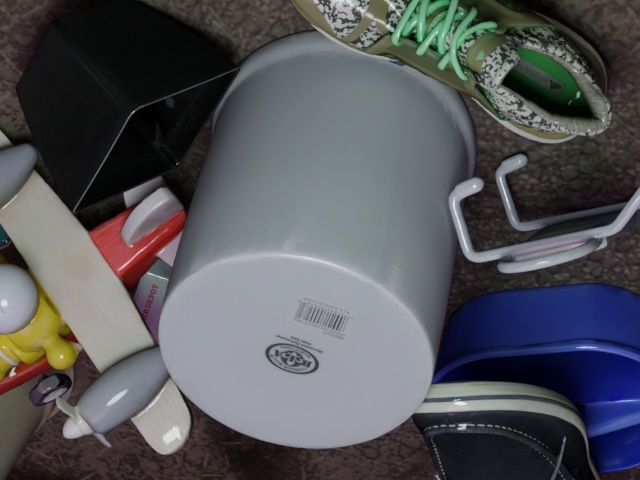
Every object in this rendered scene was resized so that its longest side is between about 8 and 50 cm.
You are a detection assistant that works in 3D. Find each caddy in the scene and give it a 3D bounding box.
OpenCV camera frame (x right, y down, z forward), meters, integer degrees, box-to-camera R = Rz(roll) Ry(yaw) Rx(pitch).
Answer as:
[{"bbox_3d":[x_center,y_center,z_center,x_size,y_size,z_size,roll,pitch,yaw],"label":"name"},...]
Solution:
[{"bbox_3d":[0.304,0.200,2.137,0.341,0.179,0.241,-7,129,18],"label":"caddy"}]

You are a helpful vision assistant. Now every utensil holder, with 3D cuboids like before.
[{"bbox_3d":[0.000,0.000,1.879,0.328,0.385,0.327,6,133,7],"label":"utensil holder"}]

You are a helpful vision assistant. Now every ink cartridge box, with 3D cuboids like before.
[{"bbox_3d":[-0.164,0.089,2.206,0.175,0.072,0.127,20,132,-6],"label":"ink cartridge box"}]

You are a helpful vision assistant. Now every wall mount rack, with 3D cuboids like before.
[{"bbox_3d":[0.320,-0.065,1.847,0.304,0.350,0.130,-14,95,24],"label":"wall mount rack"}]

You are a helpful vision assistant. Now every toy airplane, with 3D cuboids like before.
[{"bbox_3d":[-0.321,0.058,2.024,0.386,0.272,0.384,9,94,23],"label":"toy airplane"}]

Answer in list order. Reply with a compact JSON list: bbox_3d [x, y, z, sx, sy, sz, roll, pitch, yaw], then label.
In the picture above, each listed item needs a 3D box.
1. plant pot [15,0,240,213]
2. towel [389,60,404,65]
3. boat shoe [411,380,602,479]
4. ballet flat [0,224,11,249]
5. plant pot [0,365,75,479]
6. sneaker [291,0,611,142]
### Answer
[{"bbox_3d":[-0.240,-0.175,1.903,0.167,0.188,0.187,49,132,12],"label":"plant pot"},{"bbox_3d":[0.052,-0.246,1.860,0.119,0.067,0.029,25,134,-11],"label":"towel"},{"bbox_3d":[0.238,0.294,1.973,0.187,0.156,0.500,-4,152,21],"label":"boat shoe"},{"bbox_3d":[-0.490,-0.009,2.212,0.168,0.057,0.052,6,160,12],"label":"ballet flat"},{"bbox_3d":[-0.546,0.263,2.288,0.334,0.305,0.333,6,133,7],"label":"plant pot"},{"bbox_3d":[0.157,-0.224,1.755,0.410,0.182,0.158,23,100,-15],"label":"sneaker"}]
